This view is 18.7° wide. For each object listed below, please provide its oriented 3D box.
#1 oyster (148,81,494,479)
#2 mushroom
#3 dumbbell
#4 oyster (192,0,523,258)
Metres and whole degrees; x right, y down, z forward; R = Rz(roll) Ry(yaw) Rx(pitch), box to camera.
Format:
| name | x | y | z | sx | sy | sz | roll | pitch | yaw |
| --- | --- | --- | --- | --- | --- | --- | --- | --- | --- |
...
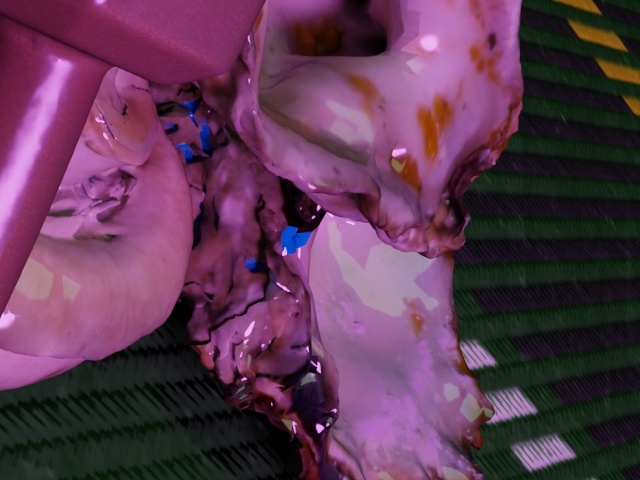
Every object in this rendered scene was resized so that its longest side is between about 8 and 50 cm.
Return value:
| name | x | y | z | sx | sy | sz | roll | pitch | yaw |
| --- | --- | --- | --- | --- | --- | --- | --- | --- | --- |
| oyster | -0.007 | 0.004 | 0.801 | 0.260 | 0.092 | 0.198 | 61 | 23 | -29 |
| mushroom | -0.102 | -0.031 | 0.598 | 0.154 | 0.122 | 0.154 | 35 | 41 | -37 |
| dumbbell | -0.090 | 0.003 | 0.478 | 0.082 | 0.231 | 0.092 | 24 | 4 | -15 |
| oyster | 0.007 | -0.099 | 0.609 | 0.110 | 0.166 | 0.341 | 31 | -11 | 19 |
